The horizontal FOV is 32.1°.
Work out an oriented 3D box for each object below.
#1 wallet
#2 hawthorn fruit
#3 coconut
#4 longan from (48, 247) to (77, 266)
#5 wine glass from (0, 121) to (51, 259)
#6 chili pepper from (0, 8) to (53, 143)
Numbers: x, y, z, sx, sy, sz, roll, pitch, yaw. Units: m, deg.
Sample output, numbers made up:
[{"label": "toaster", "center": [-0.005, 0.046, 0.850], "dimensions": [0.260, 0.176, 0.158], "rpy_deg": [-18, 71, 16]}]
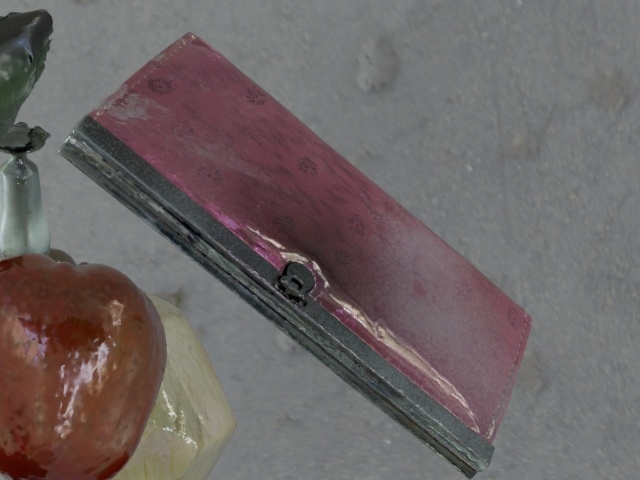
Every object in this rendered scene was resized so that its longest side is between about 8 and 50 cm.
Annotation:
[{"label": "wallet", "center": [0.000, 0.000, 0.526], "dimensions": [0.232, 0.119, 0.025], "rpy_deg": [39, 127, -5]}, {"label": "hawthorn fruit", "center": [-0.187, 0.113, 0.758], "dimensions": [0.162, 0.162, 0.203], "rpy_deg": [2, 79, 18]}, {"label": "coconut", "center": [-0.322, 0.281, 1.757], "dimensions": [0.344, 0.415, 0.415], "rpy_deg": [-21, 68, -21]}, {"label": "longan", "center": [-0.382, 0.060, 1.535], "dimensions": [0.113, 0.113, 0.092], "rpy_deg": [-46, 72, 2]}, {"label": "wine glass", "center": [-0.349, -0.055, 1.299], "dimensions": [0.072, 0.072, 0.155], "rpy_deg": [21, 124, 21]}, {"label": "chili pepper", "center": [-0.328, -0.100, 0.876], "dimensions": [0.264, 0.116, 0.148], "rpy_deg": [3, 38, 33]}]
